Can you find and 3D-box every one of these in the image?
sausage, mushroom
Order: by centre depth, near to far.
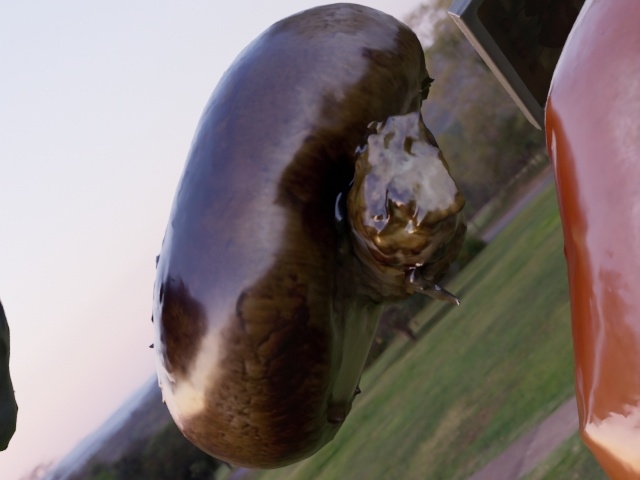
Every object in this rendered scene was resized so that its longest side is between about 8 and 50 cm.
[{"bbox_3d":[0.154,0.000,0.346,0.133,0.133,0.258,136,136,-65],"label":"sausage"},{"bbox_3d":[-0.012,-0.005,0.613,0.278,0.163,0.297,131,156,-72],"label":"mushroom"}]

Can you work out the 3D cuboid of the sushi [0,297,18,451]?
[{"bbox_3d":[-0.346,0.116,0.549,0.348,0.207,0.234,-20,-54,-59],"label":"sushi"}]

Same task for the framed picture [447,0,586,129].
[{"bbox_3d":[0.246,-0.272,0.913,0.289,0.020,0.211,-56,-39,-2],"label":"framed picture"}]
